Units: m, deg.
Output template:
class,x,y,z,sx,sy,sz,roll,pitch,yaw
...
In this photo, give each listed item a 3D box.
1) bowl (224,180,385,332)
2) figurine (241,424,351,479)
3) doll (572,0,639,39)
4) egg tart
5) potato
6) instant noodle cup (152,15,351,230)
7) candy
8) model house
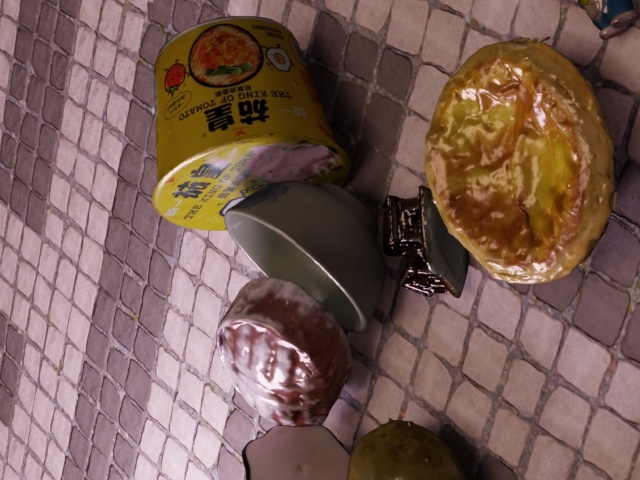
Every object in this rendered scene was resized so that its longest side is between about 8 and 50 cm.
class,x,y,z,sx,sy,sz,roll,pitch,yaw
bowl,0.000,0.000,2.154,0.289,0.289,0.146,22,66,47
figurine,-0.047,0.484,2.236,0.323,0.232,0.340,-103,17,-46
doll,0.359,-0.341,1.784,0.152,0.086,0.114,64,155,9
egg tart,0.288,-0.108,1.849,0.341,0.132,0.341,7,100,48
potato,0.130,0.426,2.058,0.210,0.173,0.307,21,112,45
instant noodle cup,-0.133,-0.194,2.225,0.325,0.326,0.254,-39,55,44
candy,-0.061,0.189,2.203,0.214,0.157,0.289,16,144,22
model house,0.141,0.005,2.053,0.152,0.106,0.165,-3,87,48
